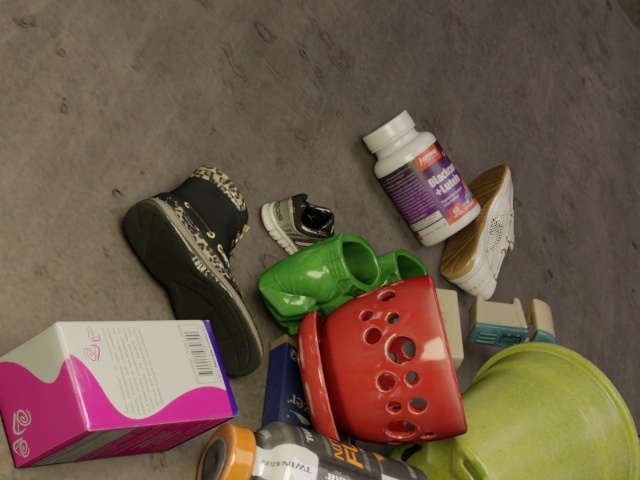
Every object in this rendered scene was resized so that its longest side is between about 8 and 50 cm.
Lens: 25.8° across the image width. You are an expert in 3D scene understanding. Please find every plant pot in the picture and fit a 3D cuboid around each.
[{"bbox_3d":[0.069,0.147,1.624,0.191,0.174,0.191,-11,90,-84],"label":"plant pot"},{"bbox_3d":[0.227,0.293,1.788,0.254,0.276,0.276,-15,77,-47],"label":"plant pot"}]

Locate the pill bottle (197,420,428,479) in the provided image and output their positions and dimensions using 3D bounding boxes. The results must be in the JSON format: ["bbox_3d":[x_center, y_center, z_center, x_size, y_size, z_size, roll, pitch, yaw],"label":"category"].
[{"bbox_3d":[-0.010,0.276,1.528,0.245,0.130,0.130,22,45,-23],"label":"pill bottle"}]

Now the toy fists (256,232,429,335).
[{"bbox_3d":[0.028,0.069,1.758,0.279,0.142,0.096,14,58,-60],"label":"toy fists"}]

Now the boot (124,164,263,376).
[{"bbox_3d":[-0.117,0.028,1.657,0.236,0.085,0.178,57,28,-8],"label":"boot"}]

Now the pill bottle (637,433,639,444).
[{"bbox_3d":[0.436,0.354,2.107,0.264,0.153,0.153,33,40,-38],"label":"pill bottle"}]

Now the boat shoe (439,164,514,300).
[{"bbox_3d":[0.264,-0.009,2.228,0.096,0.098,0.277,47,43,-21],"label":"boat shoe"}]

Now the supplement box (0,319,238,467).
[{"bbox_3d":[-0.204,0.150,1.400,0.220,0.114,0.111,6,61,-55],"label":"supplement box"}]

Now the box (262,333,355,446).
[{"bbox_3d":[-0.014,0.237,1.676,0.136,0.036,0.225,39,38,-30],"label":"box"}]

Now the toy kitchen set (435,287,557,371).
[{"bbox_3d":[0.234,0.175,2.058,0.207,0.166,0.122,7,49,-9],"label":"toy kitchen set"}]

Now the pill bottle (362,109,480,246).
[{"bbox_3d":[0.149,-0.097,2.117,0.193,0.108,0.108,56,31,-6],"label":"pill bottle"}]

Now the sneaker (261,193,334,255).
[{"bbox_3d":[0.000,0.000,1.854,0.170,0.074,0.063,45,34,-23],"label":"sneaker"}]
